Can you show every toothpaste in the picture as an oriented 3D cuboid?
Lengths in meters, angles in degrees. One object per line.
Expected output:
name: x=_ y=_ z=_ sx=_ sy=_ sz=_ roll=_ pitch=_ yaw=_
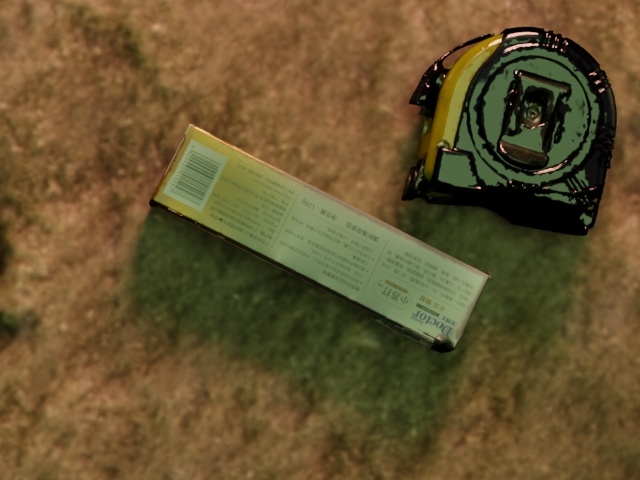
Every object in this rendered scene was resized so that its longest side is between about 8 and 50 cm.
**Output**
toothpaste: x=0.000 y=0.000 z=1.389 sx=0.312 sy=0.071 sz=0.089 roll=27 pitch=80 yaw=-5

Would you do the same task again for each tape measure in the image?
tape measure: x=0.182 y=-0.109 z=1.405 sx=0.199 sy=0.112 sz=0.186 roll=13 pitch=81 yaw=-8
